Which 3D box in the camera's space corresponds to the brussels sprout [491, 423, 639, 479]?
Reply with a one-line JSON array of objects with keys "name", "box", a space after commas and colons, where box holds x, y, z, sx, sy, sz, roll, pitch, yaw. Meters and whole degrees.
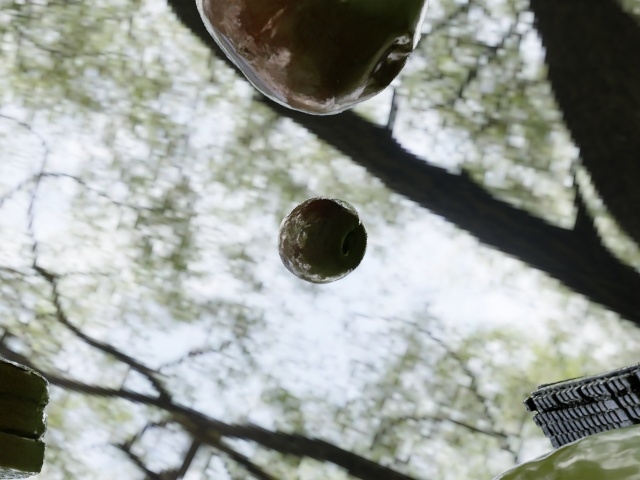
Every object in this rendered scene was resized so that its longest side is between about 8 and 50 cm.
[{"name": "brussels sprout", "box": [0.170, 0.205, 0.734, 0.259, 0.294, 0.227, -64, -12, 1]}]

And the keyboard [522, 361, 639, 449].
[{"name": "keyboard", "box": [0.201, 0.123, 1.218, 0.023, 0.231, 0.072, -29, -92, -19]}]

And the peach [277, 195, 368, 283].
[{"name": "peach", "box": [0.000, -0.001, 1.594, 0.083, 0.083, 0.083, -11, -73, -38]}]

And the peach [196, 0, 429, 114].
[{"name": "peach", "box": [-0.009, -0.214, 1.615, 0.214, 0.235, 0.214, 3, -104, -11]}]

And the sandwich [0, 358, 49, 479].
[{"name": "sandwich", "box": [-0.367, 0.136, 1.428, 0.249, 0.273, 0.095, 16, -109, -34]}]
